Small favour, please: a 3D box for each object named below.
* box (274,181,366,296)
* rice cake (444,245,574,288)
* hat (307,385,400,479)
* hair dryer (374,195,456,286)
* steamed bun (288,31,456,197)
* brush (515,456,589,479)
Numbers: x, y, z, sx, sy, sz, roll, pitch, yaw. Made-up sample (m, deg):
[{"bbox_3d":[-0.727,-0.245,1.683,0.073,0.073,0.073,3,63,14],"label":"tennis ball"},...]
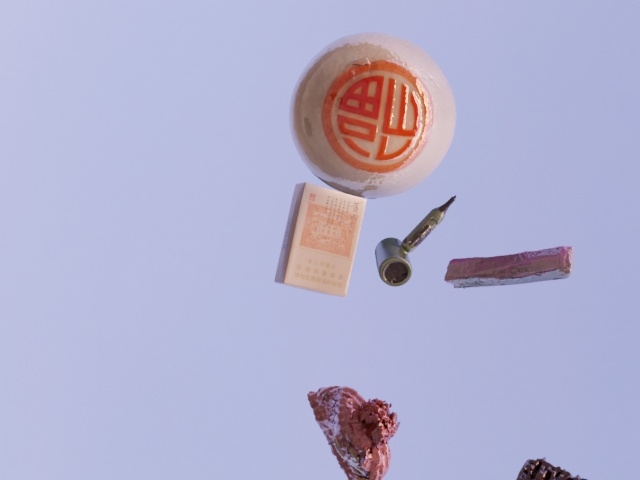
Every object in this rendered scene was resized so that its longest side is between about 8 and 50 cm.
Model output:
[{"bbox_3d":[0.000,0.000,1.591,0.058,0.141,0.201,-1,-105,67],"label":"box"},{"bbox_3d":[0.260,0.039,1.137,0.206,0.036,0.047,-8,-120,48],"label":"rice cake"},{"bbox_3d":[0.067,0.386,1.634,0.237,0.107,0.286,62,-30,10],"label":"hat"},{"bbox_3d":[0.131,-0.009,1.118,0.047,0.071,0.150,34,-70,-18],"label":"hair dryer"},{"bbox_3d":[0.088,-0.205,1.365,0.283,0.177,0.283,0,-80,-1],"label":"steamed bun"},{"bbox_3d":[0.306,0.272,0.800,0.248,0.036,0.043,17,-119,36],"label":"brush"}]
